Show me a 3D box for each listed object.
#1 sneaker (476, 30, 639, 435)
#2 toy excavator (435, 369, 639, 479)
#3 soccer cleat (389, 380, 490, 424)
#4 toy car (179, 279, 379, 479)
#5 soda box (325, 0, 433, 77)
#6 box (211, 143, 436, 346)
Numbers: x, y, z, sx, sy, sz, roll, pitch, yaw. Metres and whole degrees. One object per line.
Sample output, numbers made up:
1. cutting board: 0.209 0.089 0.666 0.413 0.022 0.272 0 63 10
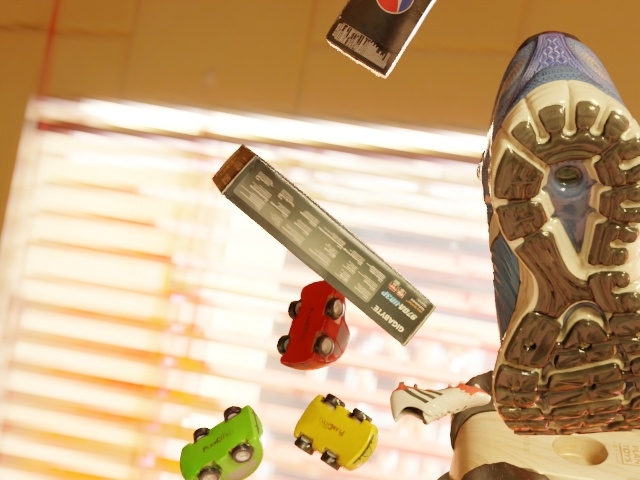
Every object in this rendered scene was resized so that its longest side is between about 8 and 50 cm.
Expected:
1. sneaker: 0.172 0.002 1.239 0.130 0.147 0.330 -2 131 4
2. toy excavator: 0.304 0.393 1.916 0.433 0.445 0.222 8 -151 -2
3. soccer cleat: 0.098 0.136 1.518 0.083 0.035 0.029 2 147 7
4. toy car: -0.042 0.178 1.829 0.225 0.239 0.053 -34 131 18
5. soda box: 0.070 -0.202 1.329 0.053 0.169 0.060 33 -176 0
6. box: 0.000 0.000 1.721 0.220 0.051 0.175 40 -179 -9
